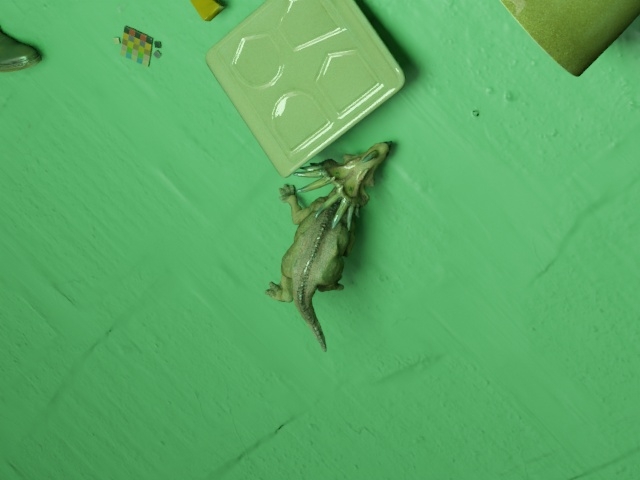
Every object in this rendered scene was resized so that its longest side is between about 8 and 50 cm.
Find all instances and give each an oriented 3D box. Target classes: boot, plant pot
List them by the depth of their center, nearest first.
[{"bbox_3d":[0.307,-0.345,1.150,0.254,0.237,0.237,-38,97,24],"label":"plant pot"},{"bbox_3d":[-0.537,-0.331,1.679,0.219,0.082,0.106,14,127,23],"label":"boot"}]

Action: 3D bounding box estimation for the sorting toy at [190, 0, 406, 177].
[{"bbox_3d":[-0.048,-0.269,1.451,0.229,0.041,0.307,-37,80,23],"label":"sorting toy"}]

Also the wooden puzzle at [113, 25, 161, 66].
[{"bbox_3d":[-0.275,-0.291,1.612,0.083,0.006,0.049,26,127,12],"label":"wooden puzzle"}]

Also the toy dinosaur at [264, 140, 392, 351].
[{"bbox_3d":[0.000,0.000,1.511,0.127,0.295,0.200,13,169,-8],"label":"toy dinosaur"}]
